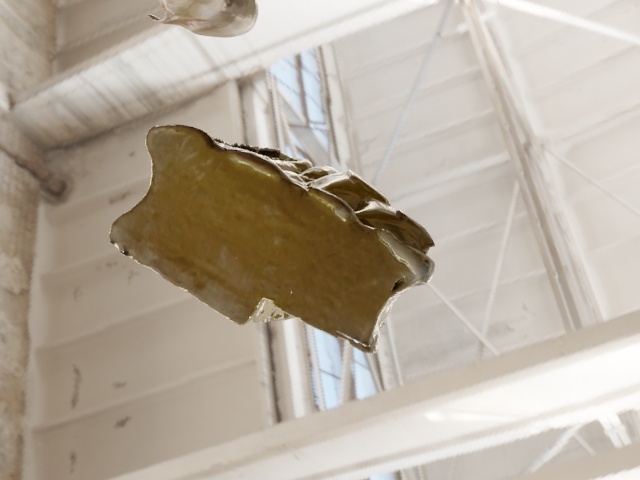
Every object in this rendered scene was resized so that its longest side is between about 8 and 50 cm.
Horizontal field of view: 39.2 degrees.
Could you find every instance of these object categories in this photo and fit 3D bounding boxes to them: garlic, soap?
[{"bbox_3d":[-0.141,-0.287,1.031,0.124,0.174,0.099,26,-87,15],"label":"garlic"},{"bbox_3d":[0.000,0.000,0.956,0.304,0.339,0.169,28,-81,18],"label":"soap"}]
